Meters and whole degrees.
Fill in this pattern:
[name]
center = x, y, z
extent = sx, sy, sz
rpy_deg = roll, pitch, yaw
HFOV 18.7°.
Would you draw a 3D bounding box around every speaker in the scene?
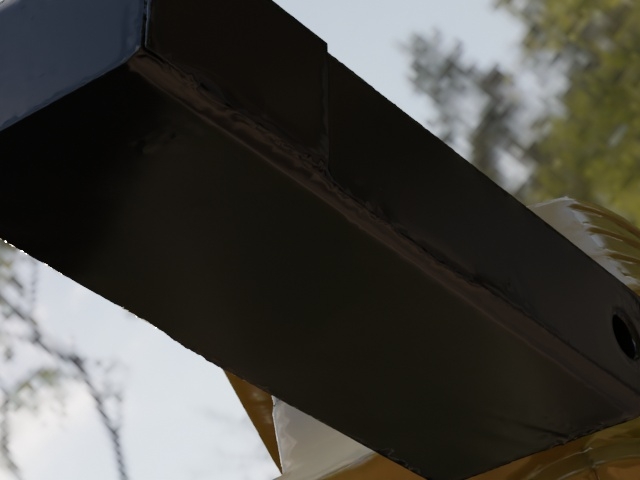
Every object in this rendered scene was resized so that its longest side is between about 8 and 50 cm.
[speaker]
center = 0.000, 0.000, 0.520
extent = 0.082, 0.044, 0.218
rpy_deg = -26, -40, 31

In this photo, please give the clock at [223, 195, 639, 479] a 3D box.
[clock]
center = 0.098, 0.158, 0.781
extent = 0.200, 0.317, 0.244
rpy_deg = -20, 18, 4
